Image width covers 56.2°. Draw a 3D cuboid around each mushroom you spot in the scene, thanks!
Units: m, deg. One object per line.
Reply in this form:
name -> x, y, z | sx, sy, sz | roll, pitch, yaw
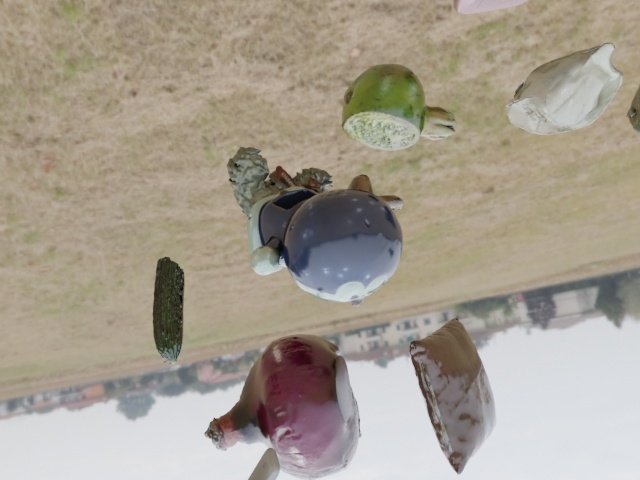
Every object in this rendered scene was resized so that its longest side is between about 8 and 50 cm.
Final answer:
mushroom -> 0.081, -0.056, 0.960 | 0.073, 0.088, 0.130 | -27, 159, 34

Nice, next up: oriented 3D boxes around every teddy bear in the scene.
teddy bear -> -0.053, -0.075, 1.615 | 0.357, 0.224, 0.367 | 13, -163, -45

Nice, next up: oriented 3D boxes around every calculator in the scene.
calculator -> 0.416, -0.581, 1.334 | 0.220, 0.048, 0.329 | -11, 178, 1

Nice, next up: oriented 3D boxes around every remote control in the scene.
remote control -> -0.149, 0.496, 1.090 | 0.029, 0.260, 0.067 | 26, -169, -22

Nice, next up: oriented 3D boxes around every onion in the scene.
onion -> -0.111, 0.445, 1.600 | 0.421, 0.398, 0.398 | -8, 171, 2

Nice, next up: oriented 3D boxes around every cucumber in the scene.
cucumber -> -0.369, 0.168, 1.442 | 0.077, 0.265, 0.077 | -3, 146, -2

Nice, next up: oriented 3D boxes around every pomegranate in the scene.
pomegranate -> 0.169, -0.299, 1.299 | 0.241, 0.159, 0.190 | 7, 164, 24

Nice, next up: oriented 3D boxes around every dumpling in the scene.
dumpling -> 0.428, -0.251, 1.034 | 0.199, 0.136, 0.118 | -35, -162, 30

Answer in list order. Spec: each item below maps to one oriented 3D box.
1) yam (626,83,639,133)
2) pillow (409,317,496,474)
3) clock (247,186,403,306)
yam -> 0.660, -0.291, 1.053 | 0.161, 0.161, 0.268 | -10, 145, -2
pillow -> 0.335, 0.359, 1.455 | 0.108, 0.307, 0.305 | -22, 172, 31
clock -> 0.000, 0.000, 0.813 | 0.200, 0.146, 0.243 | -19, -162, -29
